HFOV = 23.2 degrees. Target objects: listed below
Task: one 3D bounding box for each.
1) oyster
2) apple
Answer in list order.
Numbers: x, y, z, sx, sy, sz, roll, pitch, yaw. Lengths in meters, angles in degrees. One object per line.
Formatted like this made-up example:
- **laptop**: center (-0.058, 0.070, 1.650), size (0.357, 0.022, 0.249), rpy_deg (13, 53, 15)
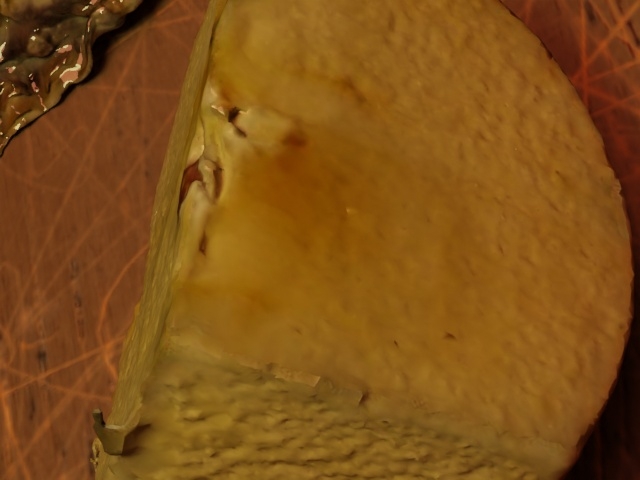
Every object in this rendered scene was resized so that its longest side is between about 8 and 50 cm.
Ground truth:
- **oyster**: center (-0.266, -0.169, 1.157), size (0.354, 0.107, 0.201), rpy_deg (-40, 57, 3)
- **apple**: center (0.000, 0.000, 0.840), size (0.314, 0.252, 0.309), rpy_deg (-15, 42, 24)
